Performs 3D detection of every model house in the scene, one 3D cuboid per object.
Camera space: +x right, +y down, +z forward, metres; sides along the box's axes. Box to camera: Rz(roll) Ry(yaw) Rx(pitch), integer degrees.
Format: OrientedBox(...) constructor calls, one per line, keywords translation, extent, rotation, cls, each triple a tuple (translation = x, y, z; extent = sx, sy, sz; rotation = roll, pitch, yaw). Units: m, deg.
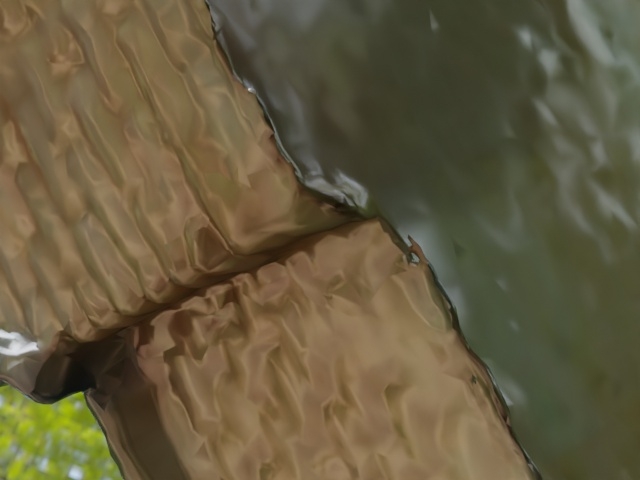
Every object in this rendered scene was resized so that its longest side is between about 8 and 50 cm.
OrientedBox(translation=(0.000, 0.000, 0.879), extent=(0.400, 0.395, 0.445), rotation=(-30, -92, 41), cls="model house")
